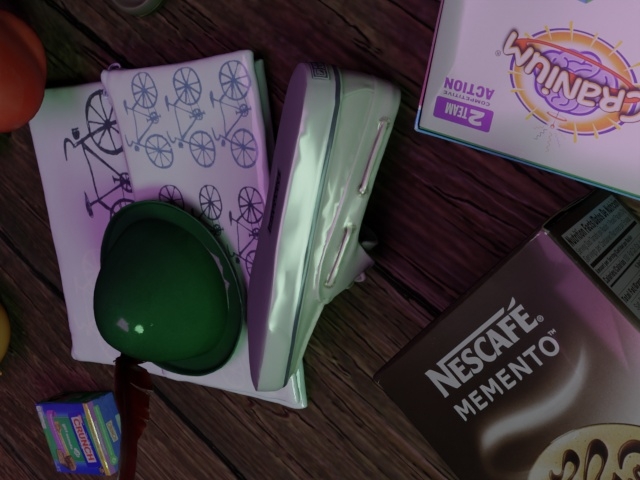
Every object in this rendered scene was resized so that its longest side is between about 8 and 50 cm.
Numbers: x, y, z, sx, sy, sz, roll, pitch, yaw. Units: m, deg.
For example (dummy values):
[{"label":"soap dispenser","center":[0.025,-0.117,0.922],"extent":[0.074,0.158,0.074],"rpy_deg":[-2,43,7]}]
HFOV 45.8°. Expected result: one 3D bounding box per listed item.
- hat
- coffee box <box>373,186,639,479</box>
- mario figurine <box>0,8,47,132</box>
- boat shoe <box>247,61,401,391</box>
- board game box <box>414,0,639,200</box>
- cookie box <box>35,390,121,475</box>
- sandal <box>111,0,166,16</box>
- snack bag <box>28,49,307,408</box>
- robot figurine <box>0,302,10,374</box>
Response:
[{"label":"hat","center":[-0.181,0.072,0.634],"extent":[0.208,0.183,0.173],"rpy_deg":[9,111,33]},{"label":"coffee box","center":[0.200,0.134,0.464],"extent":[0.297,0.118,0.168],"rpy_deg":[49,128,12]},{"label":"mario figurine","center":[-0.402,-0.150,0.747],"extent":[0.320,0.198,0.170],"rpy_deg":[18,108,42]},{"label":"boat shoe","center":[0.000,0.000,0.586],"extent":[0.096,0.088,0.268],"rpy_deg":[-124,42,-67]},{"label":"board game box","center":[0.195,-0.180,0.396],"extent":[0.242,0.064,0.317],"rpy_deg":[24,118,28]},{"label":"cookie box","center":[-0.280,0.227,0.896],"extent":[0.107,0.040,0.092],"rpy_deg":[-11,98,37]},{"label":"sandal","center":[-0.142,-0.283,0.608],"extent":[0.090,0.060,0.219],"rpy_deg":[43,126,17]},{"label":"snack bag","center":[-0.169,-0.009,0.738],"extent":[0.342,0.037,0.323],"rpy_deg":[4,108,35]},{"label":"robot figurine","center":[-0.478,0.107,0.944],"extent":[0.219,0.128,0.158],"rpy_deg":[9,79,33]}]
